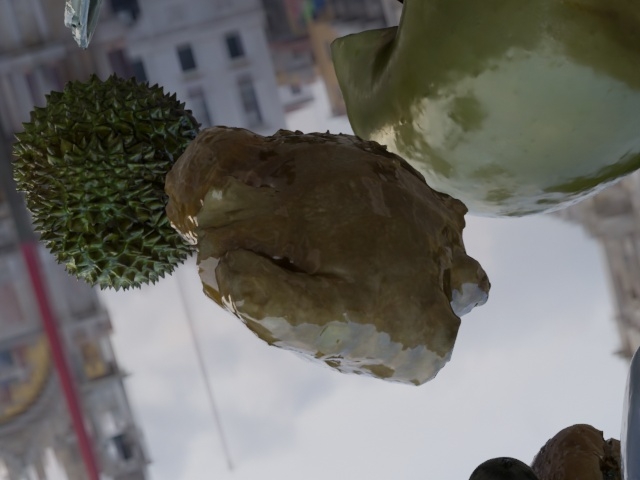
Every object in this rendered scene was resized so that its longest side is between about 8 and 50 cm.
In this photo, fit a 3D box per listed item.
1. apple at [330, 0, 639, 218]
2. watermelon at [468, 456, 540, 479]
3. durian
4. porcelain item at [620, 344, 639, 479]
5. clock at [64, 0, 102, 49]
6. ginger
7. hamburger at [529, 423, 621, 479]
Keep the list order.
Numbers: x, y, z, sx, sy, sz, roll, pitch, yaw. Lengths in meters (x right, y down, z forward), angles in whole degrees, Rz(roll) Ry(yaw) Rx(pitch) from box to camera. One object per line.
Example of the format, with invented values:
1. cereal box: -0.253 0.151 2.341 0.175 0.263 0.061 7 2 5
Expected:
1. apple: 0.162 -0.142 1.406 0.258 0.233 0.295 11 137 -22
2. watermelon: 0.164 0.238 1.593 0.078 0.110 0.078 -12 -153 6
3. durian: -0.255 -0.072 2.202 0.225 0.291 0.291 -5 -166 31
4. porcelain item: 0.403 0.193 1.724 0.243 0.405 0.178 -2 -161 -20
5. clock: -0.242 -0.317 1.872 0.053 0.236 0.236 12 -170 -3
6. ginger: 0.000 0.000 0.917 0.157 0.102 0.216 6 -153 -16
7. hamburger: 0.321 0.354 2.336 0.146 0.243 0.286 20 -160 1
